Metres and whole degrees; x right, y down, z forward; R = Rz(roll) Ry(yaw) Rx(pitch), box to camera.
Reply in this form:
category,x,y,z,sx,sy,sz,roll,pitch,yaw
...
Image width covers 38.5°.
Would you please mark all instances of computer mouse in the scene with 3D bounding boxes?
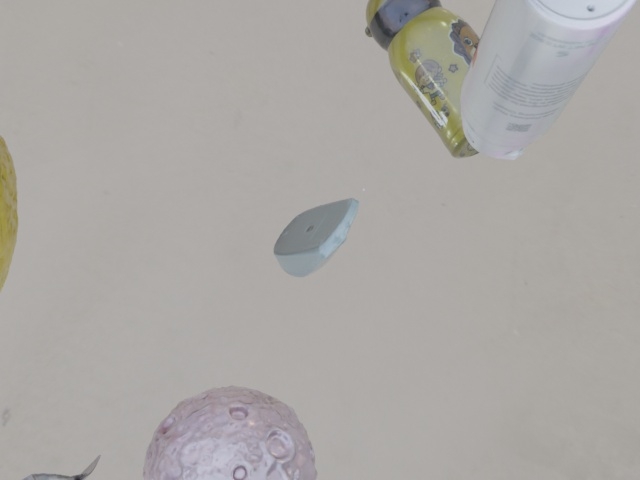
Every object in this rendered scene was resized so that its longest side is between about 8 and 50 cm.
category,x,y,z,sx,sy,sz,roll,pitch,yaw
computer mouse,0.000,0.000,1.573,0.079,0.231,0.128,38,70,-18

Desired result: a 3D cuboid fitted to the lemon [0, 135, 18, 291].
category,x,y,z,sx,sy,sz,roll,pitch,yaw
lemon,-0.280,-0.008,0.537,0.192,0.192,0.231,18,91,2

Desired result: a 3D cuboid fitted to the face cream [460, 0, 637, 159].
category,x,y,z,sx,sy,sz,roll,pitch,yaw
face cream,0.188,-0.159,0.827,0.102,0.345,0.102,0,78,-1

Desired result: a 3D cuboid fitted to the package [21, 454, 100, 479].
category,x,y,z,sx,sy,sz,roll,pitch,yaw
package,-0.360,0.341,1.027,0.204,0.251,0.062,-42,79,10

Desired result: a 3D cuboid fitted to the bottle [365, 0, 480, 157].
category,x,y,z,sx,sy,sz,roll,pitch,yaw
bottle,0.214,-0.334,1.681,0.171,0.171,0.351,-36,77,4

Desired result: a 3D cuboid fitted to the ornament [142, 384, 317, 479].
category,x,y,z,sx,sy,sz,roll,pitch,yaw
ornament,-0.129,0.346,1.346,0.259,0.225,0.259,-3,105,-10
